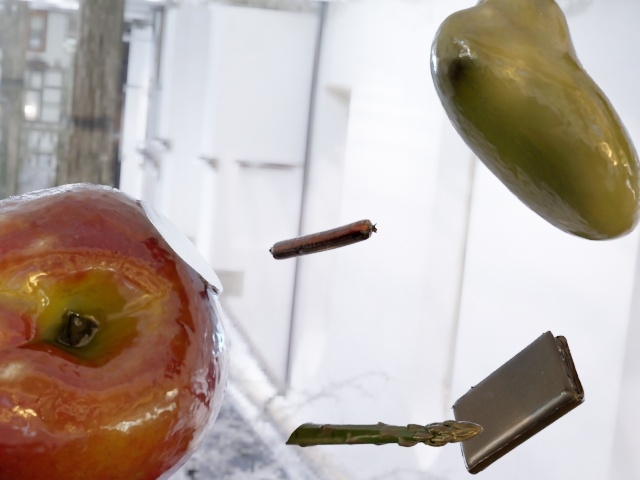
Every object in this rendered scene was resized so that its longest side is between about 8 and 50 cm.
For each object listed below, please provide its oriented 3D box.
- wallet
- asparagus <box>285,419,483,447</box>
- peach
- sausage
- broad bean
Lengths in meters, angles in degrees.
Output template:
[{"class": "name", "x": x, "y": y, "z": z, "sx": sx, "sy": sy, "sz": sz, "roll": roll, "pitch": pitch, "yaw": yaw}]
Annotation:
[{"class": "wallet", "x": 0.248, "y": 0.207, "z": 1.583, "sx": 0.031, "sy": 0.198, "sz": 0.110, "roll": 19, "pitch": -137, "yaw": -33}, {"class": "asparagus", "x": 0.054, "y": 0.196, "z": 1.251, "sx": 0.236, "sy": 0.027, "sz": 0.034, "roll": -7, "pitch": 180, "yaw": 35}, {"class": "peach", "x": -0.250, "y": 0.104, "z": 1.275, "sx": 0.335, "sy": 0.310, "sz": 0.406, "roll": 45, "pitch": 176, "yaw": 3}, {"class": "sausage", "x": 0.000, "y": 0.000, "z": 1.415, "sx": 0.198, "sy": 0.025, "sz": 0.028, "roll": -13, "pitch": -155, "yaw": 50}, {"class": "broad bean", "x": 0.198, "y": -0.107, "z": 1.148, "sx": 0.121, "sy": 0.263, "sz": 0.189, "roll": -30, "pitch": 180, "yaw": -23}]
